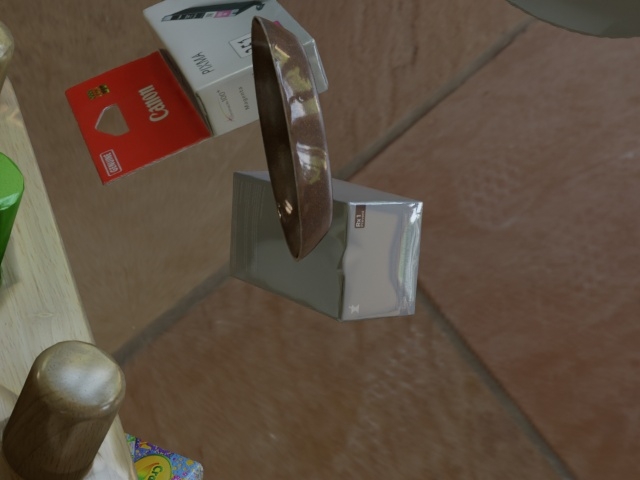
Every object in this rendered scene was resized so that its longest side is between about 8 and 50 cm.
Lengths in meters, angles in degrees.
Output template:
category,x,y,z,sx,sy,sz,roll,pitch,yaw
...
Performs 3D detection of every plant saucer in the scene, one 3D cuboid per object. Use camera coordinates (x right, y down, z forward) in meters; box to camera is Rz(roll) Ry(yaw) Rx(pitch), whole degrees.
category,x,y,z,sx,sy,sz,roll,pitch,yaw
plant saucer,-0.018,-0.071,0.952,0.029,0.168,0.169,-11,88,-7

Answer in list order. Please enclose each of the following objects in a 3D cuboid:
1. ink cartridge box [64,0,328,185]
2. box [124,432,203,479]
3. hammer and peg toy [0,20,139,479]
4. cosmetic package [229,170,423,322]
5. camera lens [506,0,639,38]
category,x,y,z,sx,sy,sz,roll,pitch,yaw
ink cartridge box,-0.144,-0.177,1.443,0.238,0.275,0.060,-23,120,-7
box,-0.244,0.284,1.094,0.279,0.177,0.290,16,127,25
hammer and peg toy,-0.206,0.061,0.519,0.265,0.127,0.361,-1,51,-30
cosmetic package,0.000,0.000,1.495,0.107,0.238,0.127,-3,104,-35
camera lens,0.250,-0.332,1.138,0.219,0.219,0.274,28,72,-5
